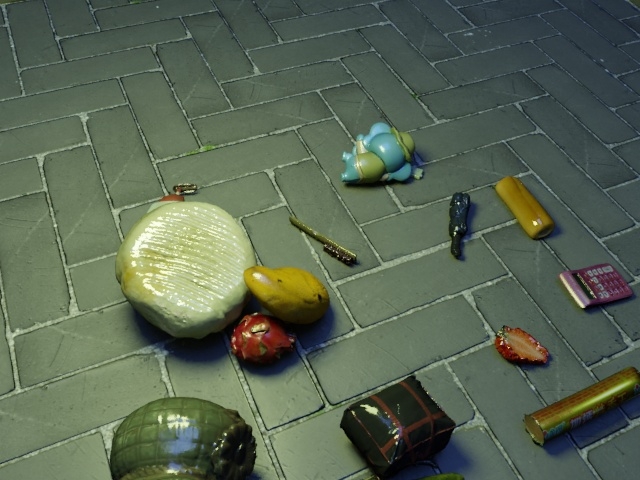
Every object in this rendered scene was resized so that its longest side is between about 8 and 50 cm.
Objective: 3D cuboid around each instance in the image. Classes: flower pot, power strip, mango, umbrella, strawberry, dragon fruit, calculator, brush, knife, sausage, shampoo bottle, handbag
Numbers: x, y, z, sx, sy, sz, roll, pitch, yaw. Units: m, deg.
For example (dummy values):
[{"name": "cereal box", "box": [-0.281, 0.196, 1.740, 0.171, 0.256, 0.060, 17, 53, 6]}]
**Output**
[{"name": "flower pot", "box": [-0.270, 0.459, 1.227, 0.301, 0.302, 0.213, 2, 49, -3]}, {"name": "power strip", "box": [0.296, -0.230, 2.017, 0.090, 0.016, 0.040, 21, 52, 14]}, {"name": "mango", "box": [-0.084, 0.138, 1.535, 0.177, 0.120, 0.295, 37, 14, 30]}, {"name": "umbrella", "box": [0.413, -0.052, 1.846, 0.070, 0.071, 0.248, 14, 54, 7]}, {"name": "strawberry", "box": [0.519, 0.280, 1.587, 0.152, 0.048, 0.104, 31, 46, 1]}, {"name": "dragon fruit", "box": [-0.143, 0.242, 1.513, 0.165, 0.133, 0.136, 6, 43, 3]}, {"name": "calculator", "box": [0.786, 0.130, 1.740, 0.190, 0.034, 0.127, -9, 50, -18]}, {"name": "brush", "box": [0.000, 0.000, 1.785, 0.248, 0.043, 0.036, 32, 62, 22]}, {"name": "knife", "box": [0.158, 0.518, 1.375, 0.222, 0.021, 0.046, -10, 54, -13]}, {"name": "sausage", "box": [0.662, 0.393, 1.484, 0.371, 0.082, 0.082, -18, 53, -19]}, {"name": "shampoo bottle", "box": [-0.438, -0.065, 1.789, 0.153, 0.071, 0.284, 7, 51, 0]}, {"name": "handbag", "box": [0.176, 0.422, 1.366, 0.215, 0.155, 0.169, -18, 46, -27]}]

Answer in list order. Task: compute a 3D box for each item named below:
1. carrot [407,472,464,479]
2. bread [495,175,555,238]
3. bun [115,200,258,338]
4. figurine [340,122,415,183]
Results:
[{"name": "carrot", "box": [0.152, 0.561, 1.307, 0.358, 0.074, 0.074, -13, 52, -16]}, {"name": "bread", "box": [0.637, -0.112, 1.907, 0.092, 0.074, 0.239, -17, 53, -12]}, {"name": "bun", "box": [-0.338, 0.082, 1.572, 0.365, 0.219, 0.365, 10, 56, -15]}, {"name": "figurine", "box": [0.178, -0.275, 1.958, 0.261, 0.154, 0.180, -12, 56, -10]}]
